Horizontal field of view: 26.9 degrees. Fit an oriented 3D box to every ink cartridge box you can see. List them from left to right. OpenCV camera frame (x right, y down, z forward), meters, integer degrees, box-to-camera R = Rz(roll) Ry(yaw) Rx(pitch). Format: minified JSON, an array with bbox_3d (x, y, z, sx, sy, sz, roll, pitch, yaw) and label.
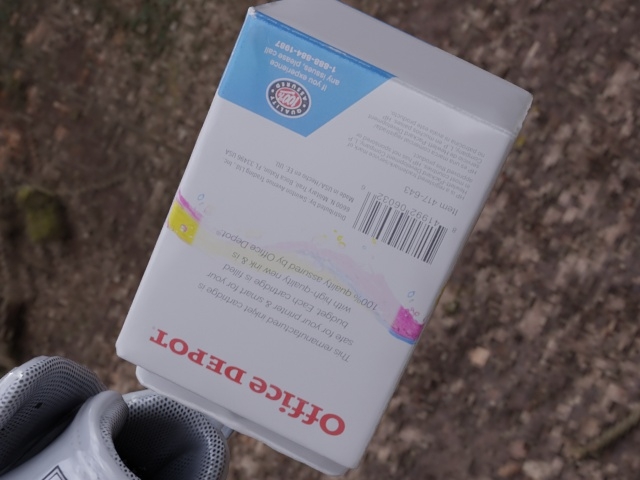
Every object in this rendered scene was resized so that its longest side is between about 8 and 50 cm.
[{"bbox_3d":[0.000,0.000,0.464,0.143,0.092,0.090,-65,-5,19],"label":"ink cartridge box"}]

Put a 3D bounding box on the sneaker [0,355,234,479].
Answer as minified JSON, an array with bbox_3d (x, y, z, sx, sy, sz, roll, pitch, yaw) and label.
[{"bbox_3d":[-0.168,0.154,0.494,0.210,0.137,0.366,-41,-8,29],"label":"sneaker"}]
